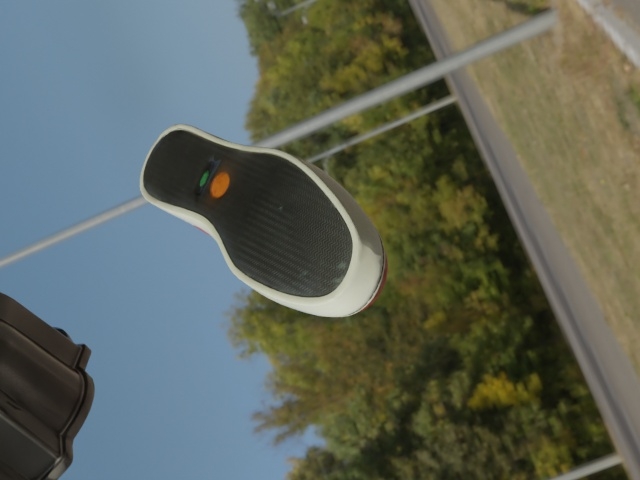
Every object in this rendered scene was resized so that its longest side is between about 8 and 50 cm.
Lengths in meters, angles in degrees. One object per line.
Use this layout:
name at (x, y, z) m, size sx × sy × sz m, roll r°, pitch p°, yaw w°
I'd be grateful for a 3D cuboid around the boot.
boot at (0.000, 0.000, 0.745) m, size 0.176 × 0.088 × 0.244 m, roll 26°, pitch -176°, yaw -42°

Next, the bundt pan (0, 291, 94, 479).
bundt pan at (-0.336, 0.152, 0.765) m, size 0.124 × 0.331 × 0.330 m, roll 53°, pitch -166°, yaw -29°
